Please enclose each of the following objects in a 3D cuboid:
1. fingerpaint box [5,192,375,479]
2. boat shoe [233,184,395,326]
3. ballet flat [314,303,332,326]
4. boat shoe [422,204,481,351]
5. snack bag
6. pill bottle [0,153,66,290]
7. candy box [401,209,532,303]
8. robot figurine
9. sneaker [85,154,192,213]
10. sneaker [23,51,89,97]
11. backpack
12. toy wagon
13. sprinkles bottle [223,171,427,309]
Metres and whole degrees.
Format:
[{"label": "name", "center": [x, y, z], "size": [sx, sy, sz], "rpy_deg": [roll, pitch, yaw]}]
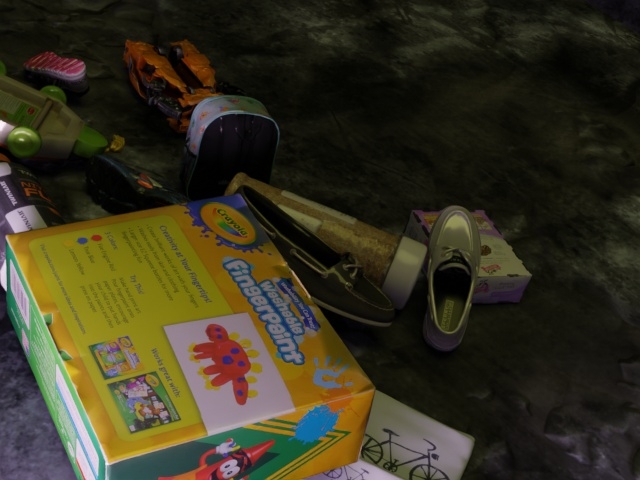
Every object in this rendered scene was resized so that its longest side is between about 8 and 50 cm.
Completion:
[{"label": "fingerpaint box", "center": [-0.196, 0.151, 1.576], "size": [0.371, 0.163, 0.445], "rpy_deg": [-12, 44, -26]}, {"label": "boat shoe", "center": [-0.017, 0.025, 1.833], "size": [0.335, 0.095, 0.112], "rpy_deg": [29, 19, 6]}, {"label": "ballet flat", "center": [-0.035, 0.103, 1.868], "size": [0.057, 0.049, 0.173], "rpy_deg": [-35, 49, -1]}, {"label": "boat shoe", "center": [0.221, 0.052, 1.912], "size": [0.096, 0.088, 0.267], "rpy_deg": [14, 65, 2]}, {"label": "snack bag", "center": [0.052, 0.313, 1.622], "size": [0.323, 0.037, 0.342], "rpy_deg": [26, 35, 10]}, {"label": "pill bottle", "center": [-0.476, -0.034, 1.755], "size": [0.130, 0.130, 0.245], "rpy_deg": [-10, 45, -35]}, {"label": "candy box", "center": [0.265, 0.029, 2.078], "size": [0.165, 0.070, 0.196], "rpy_deg": [0, 39, -26]}, {"label": "robot figurine", "center": [-0.273, -0.306, 2.259], "size": [0.211, 0.085, 0.291], "rpy_deg": [-6, 42, -32]}, {"label": "sneaker", "center": [-0.309, -0.079, 1.956], "size": [0.221, 0.083, 0.087], "rpy_deg": [33, 23, 9]}, {"label": "sneaker", "center": [-0.506, -0.314, 2.184], "size": [0.170, 0.074, 0.063], "rpy_deg": [16, 47, 35]}, {"label": "backpack", "center": [-0.163, -0.171, 2.038], "size": [0.166, 0.188, 0.144], "rpy_deg": [3, 38, -21]}, {"label": "toy wagon", "center": [-0.514, -0.214, 1.987], "size": [0.344, 0.068, 0.267], "rpy_deg": [25, 20, -12]}, {"label": "sprinkles bottle", "center": [0.000, 0.000, 1.946], "size": [0.355, 0.121, 0.121], "rpy_deg": [22, 35, 4]}]
